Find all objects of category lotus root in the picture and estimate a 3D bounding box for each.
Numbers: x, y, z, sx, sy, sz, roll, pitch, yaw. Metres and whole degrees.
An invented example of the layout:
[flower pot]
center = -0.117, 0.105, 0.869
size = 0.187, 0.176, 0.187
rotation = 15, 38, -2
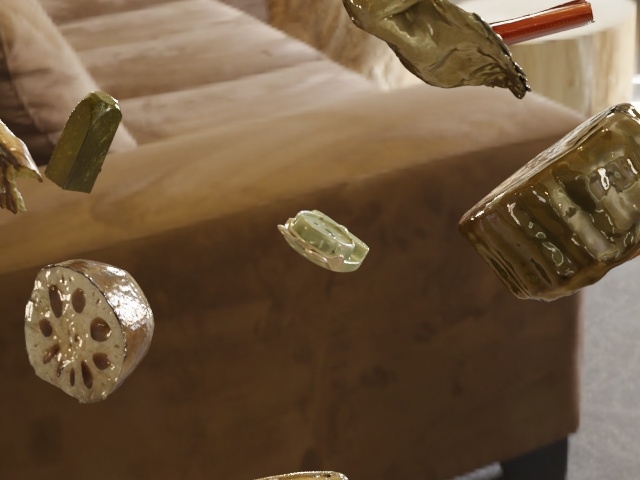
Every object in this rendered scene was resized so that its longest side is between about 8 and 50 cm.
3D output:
[lotus root]
center = -0.426, 0.163, 2.038
size = 0.272, 0.272, 0.192
rotation = 6, 9, 23

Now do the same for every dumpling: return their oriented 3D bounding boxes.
[dumpling]
center = 0.109, -0.204, 1.054
size = 0.086, 0.332, 0.166
rotation = -46, 39, 13

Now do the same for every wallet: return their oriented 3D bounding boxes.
[wallet]
center = 0.349, -0.357, 1.784
size = 0.204, 0.045, 0.142
rotation = -13, 6, 12

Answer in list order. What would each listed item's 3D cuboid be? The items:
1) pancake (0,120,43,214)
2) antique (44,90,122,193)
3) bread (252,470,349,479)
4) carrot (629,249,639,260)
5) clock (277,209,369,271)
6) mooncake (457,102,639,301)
[pancake]
center = -0.597, -0.167, 1.941
size = 0.212, 0.257, 0.056
rotation = -1, 28, 47
[antique]
center = -0.513, -0.218, 2.333
size = 0.081, 0.221, 0.080
rotation = 34, 16, 33
[bread]
center = -0.062, 0.436, 1.673
size = 0.241, 0.136, 0.107
rotation = 1, -14, -37
[carrot]
center = 0.468, 0.014, 1.781
size = 0.193, 0.087, 0.087
rotation = -26, 19, 22
[clock]
center = 0.000, 0.000, 2.090
size = 0.151, 0.062, 0.191
rotation = 37, 15, 19
[mooncake]
center = 0.340, -0.047, 1.433
size = 0.290, 0.161, 0.290
rotation = -37, 2, 1
